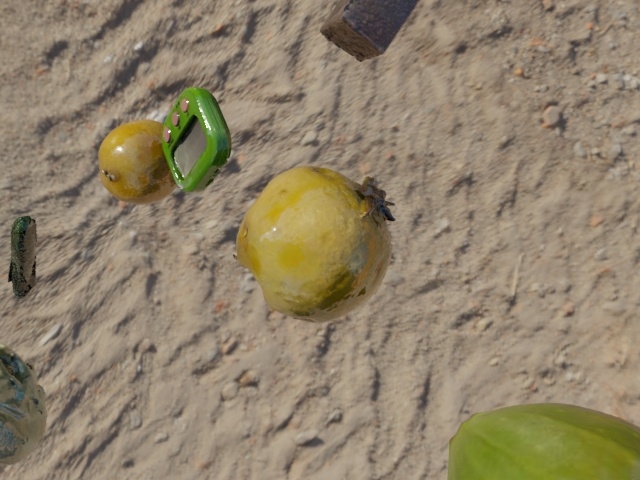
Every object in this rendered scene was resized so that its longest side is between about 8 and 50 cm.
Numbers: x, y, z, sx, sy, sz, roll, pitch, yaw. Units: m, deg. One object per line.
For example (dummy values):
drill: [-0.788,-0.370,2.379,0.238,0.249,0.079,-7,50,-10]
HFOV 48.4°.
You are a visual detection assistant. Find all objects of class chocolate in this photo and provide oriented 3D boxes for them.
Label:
chocolate: [0.136,-0.472,1.272,0.112,0.112,0.321,37,76,-21]

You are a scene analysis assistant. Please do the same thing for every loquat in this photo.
loquat: [-0.286,-0.125,1.144,0.141,0.141,0.141,0,92,-16]
loquat: [0.000,0.000,1.041,0.244,0.244,0.243,0,92,-16]

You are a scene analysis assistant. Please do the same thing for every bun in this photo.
bun: [-0.533,0.246,1.143,0.141,0.239,0.239,-43,102,-1]

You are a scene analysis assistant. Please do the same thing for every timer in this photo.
timer: [-0.181,-0.145,1.036,0.047,0.140,0.128,-9,66,-39]

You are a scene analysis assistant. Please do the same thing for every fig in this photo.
fig: [0.279,0.326,0.837,0.316,0.316,0.316,0,92,-16]

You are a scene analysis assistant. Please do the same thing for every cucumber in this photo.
cucumber: [-0.510,0.028,1.219,0.044,0.256,0.043,39,53,4]
